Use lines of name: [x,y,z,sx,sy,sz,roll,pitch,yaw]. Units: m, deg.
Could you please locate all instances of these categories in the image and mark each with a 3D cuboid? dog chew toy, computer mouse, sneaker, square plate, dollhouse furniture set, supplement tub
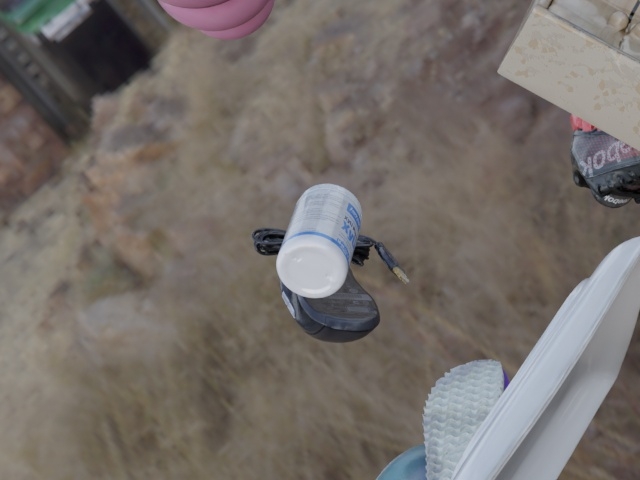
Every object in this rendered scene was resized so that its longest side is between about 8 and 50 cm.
dog chew toy: [-0.145,-0.372,1.955,0.206,0.206,0.332,-42,-21,-4]
computer mouse: [0.031,0.064,1.804,0.262,0.184,0.060,-129,47,-56]
sneaker: [0.407,-0.103,1.869,0.276,0.097,0.135,13,91,63]
square plate: [0.213,0.190,1.468,0.049,0.347,0.344,29,67,19]
dollhouse furniture set: [0.324,-0.302,1.185,0.394,0.362,0.256,-62,-1,37]
supplement tub: [0.000,0.000,1.448,0.071,0.071,0.107,-27,25,28]
sneaker: [0.195,0.289,1.830,0.102,0.146,0.293,-11,43,23]

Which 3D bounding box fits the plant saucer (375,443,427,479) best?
plant saucer: [0.157,0.416,1.877,0.043,0.317,0.318,-5,41,44]
